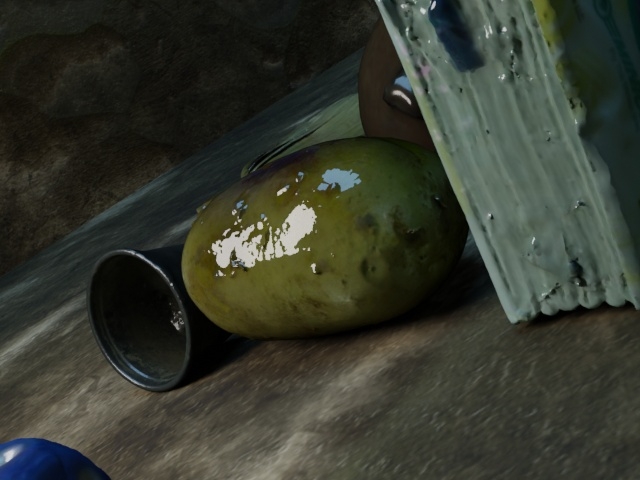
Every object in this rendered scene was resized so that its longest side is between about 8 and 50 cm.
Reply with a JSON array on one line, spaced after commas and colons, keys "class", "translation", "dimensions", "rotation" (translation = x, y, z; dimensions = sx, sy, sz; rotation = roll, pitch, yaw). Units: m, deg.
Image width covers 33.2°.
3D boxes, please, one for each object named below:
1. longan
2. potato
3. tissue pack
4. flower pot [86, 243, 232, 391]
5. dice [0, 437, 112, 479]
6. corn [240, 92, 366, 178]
[{"class": "longan", "translation": [0.164, -0.187, 1.175], "dimensions": [0.243, 0.300, 0.300], "rotation": [29, 48, 29]}, {"class": "potato", "translation": [0.000, 0.000, 1.007], "dimensions": [0.307, 0.173, 0.210], "rotation": [-16, 20, 35]}, {"class": "tissue pack", "translation": [0.239, -0.153, 0.849], "dimensions": [0.162, 0.287, 0.388], "rotation": [-6, 25, 44]}, {"class": "flower pot", "translation": [-0.161, 0.071, 1.148], "dimensions": [0.157, 0.157, 0.107], "rotation": [-17, 4, 39]}, {"class": "dice", "translation": [-0.193, 0.214, 0.641], "dimensions": [0.146, 0.146, 0.143], "rotation": [-23, 16, 20]}, {"class": "corn", "translation": [0.008, -0.116, 1.539], "dimensions": [0.122, 0.123, 0.305], "rotation": [-27, 11, 47]}]
